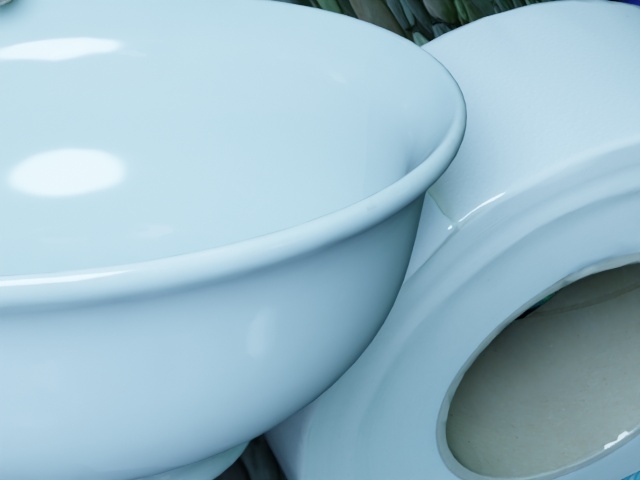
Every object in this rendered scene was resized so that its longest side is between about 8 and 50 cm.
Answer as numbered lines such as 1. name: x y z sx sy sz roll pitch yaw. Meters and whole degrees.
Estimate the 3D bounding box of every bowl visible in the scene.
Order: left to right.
1. bowl: -0.095 0.010 0.592 0.298 0.298 0.134 -65 155 -62

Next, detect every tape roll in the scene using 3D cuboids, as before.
1. tape roll: 0.099 0.031 0.756 0.286 0.286 0.100 32 20 -46

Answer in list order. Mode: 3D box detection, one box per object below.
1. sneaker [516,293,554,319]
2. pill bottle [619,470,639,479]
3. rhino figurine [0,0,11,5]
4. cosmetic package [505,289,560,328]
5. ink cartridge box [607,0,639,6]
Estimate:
1. sneaker: 0.000 0.000 0.841 0.341 0.139 0.125 3 83 -55
2. pill bottle: 0.120 0.199 0.727 0.146 0.264 0.146 43 28 -29
3. rhino figurine: -0.230 -0.183 0.672 0.243 0.073 0.106 28 10 -19
4. cosmetic package: 0.136 0.125 1.039 0.160 0.113 0.309 51 24 -18
5. ink cartridge box: 0.225 -0.150 1.273 0.071 0.324 0.330 56 24 -1
